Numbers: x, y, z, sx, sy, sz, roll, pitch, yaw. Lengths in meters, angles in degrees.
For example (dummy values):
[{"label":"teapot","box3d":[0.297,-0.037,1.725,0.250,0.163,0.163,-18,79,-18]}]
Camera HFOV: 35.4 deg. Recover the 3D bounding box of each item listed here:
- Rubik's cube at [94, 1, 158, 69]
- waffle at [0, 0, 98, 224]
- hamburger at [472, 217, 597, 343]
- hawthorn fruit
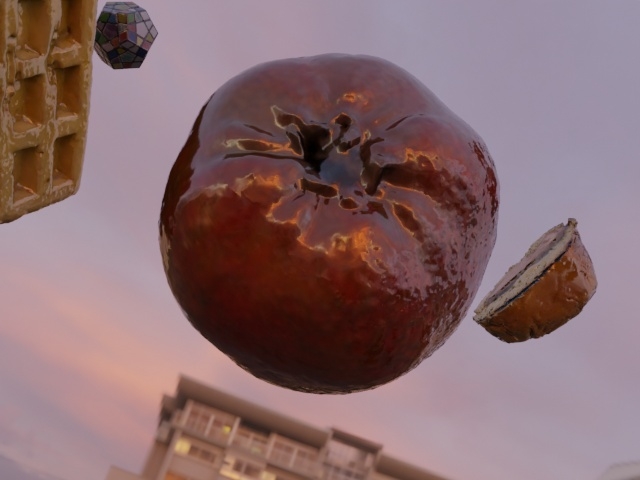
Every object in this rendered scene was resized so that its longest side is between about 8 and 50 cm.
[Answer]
[{"label":"Rubik's cube","box3d":[-0.310,-0.322,1.572,0.093,0.111,0.111,-1,-30,39]},{"label":"waffle","box3d":[-0.284,-0.112,0.855,0.055,0.248,0.221,21,-63,20]},{"label":"hamburger","box3d":[0.281,0.065,1.221,0.102,0.176,0.087,44,-10,-4]},{"label":"hawthorn fruit","box3d":[0.005,0.011,0.645,0.211,0.210,0.262,16,-31,10]}]
